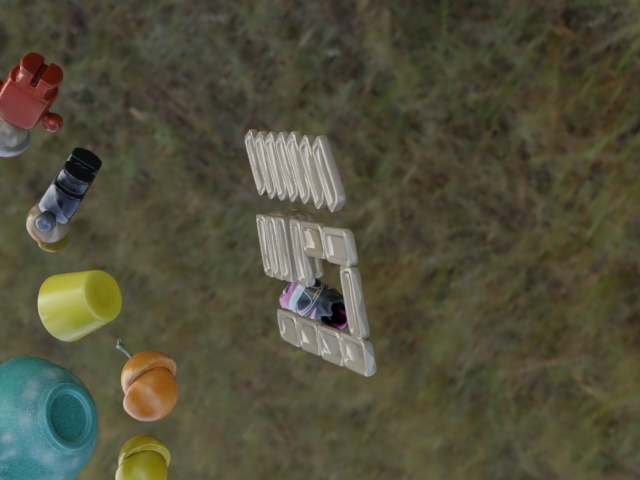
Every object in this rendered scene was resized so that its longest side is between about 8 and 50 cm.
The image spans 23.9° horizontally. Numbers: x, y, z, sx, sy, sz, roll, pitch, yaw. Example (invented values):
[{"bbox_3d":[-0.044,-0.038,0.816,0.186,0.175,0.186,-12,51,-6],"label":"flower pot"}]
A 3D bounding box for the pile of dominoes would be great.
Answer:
[{"bbox_3d":[0.000,0.000,1.287,0.251,0.040,0.196,-167,68,-70],"label":"pile of dominoes"}]

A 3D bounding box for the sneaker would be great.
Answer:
[{"bbox_3d":[0.005,0.095,1.910,0.077,0.072,0.178,27,174,20],"label":"sneaker"}]

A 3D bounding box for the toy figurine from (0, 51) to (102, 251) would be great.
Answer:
[{"bbox_3d":[-0.363,-0.088,1.638,0.148,0.213,0.209,-49,61,41],"label":"toy figurine"}]

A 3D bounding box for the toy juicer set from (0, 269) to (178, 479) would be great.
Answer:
[{"bbox_3d":[-0.244,0.200,1.449,0.089,0.329,0.209,-18,124,36],"label":"toy juicer set"}]
